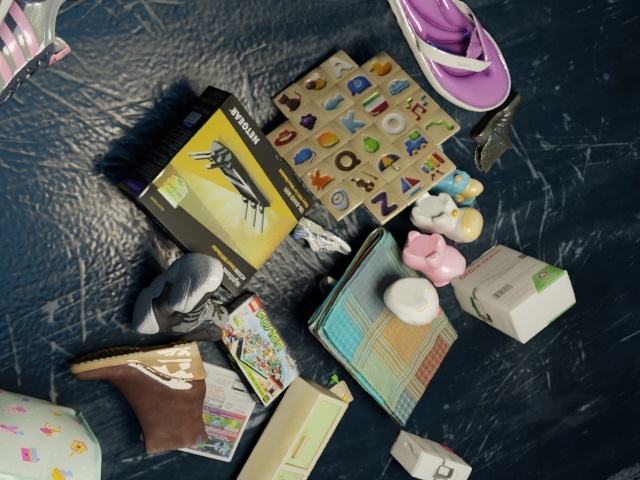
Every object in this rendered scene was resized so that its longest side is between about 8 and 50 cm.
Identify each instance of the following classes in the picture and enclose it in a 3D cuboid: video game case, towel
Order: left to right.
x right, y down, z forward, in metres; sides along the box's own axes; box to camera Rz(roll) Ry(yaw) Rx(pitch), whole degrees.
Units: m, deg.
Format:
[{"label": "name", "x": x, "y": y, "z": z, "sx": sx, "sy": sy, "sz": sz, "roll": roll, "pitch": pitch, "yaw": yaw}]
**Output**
[{"label": "video game case", "x": -0.234, "y": 0.337, "z": 1.617, "sx": 0.201, "sy": 0.023, "sz": 0.183, "roll": 23, "pitch": 91, "yaw": -29}, {"label": "towel", "x": 0.149, "y": 0.186, "z": 1.694, "sx": 0.271, "sy": 0.040, "sz": 0.370, "roll": -54, "pitch": 126, "yaw": -22}]

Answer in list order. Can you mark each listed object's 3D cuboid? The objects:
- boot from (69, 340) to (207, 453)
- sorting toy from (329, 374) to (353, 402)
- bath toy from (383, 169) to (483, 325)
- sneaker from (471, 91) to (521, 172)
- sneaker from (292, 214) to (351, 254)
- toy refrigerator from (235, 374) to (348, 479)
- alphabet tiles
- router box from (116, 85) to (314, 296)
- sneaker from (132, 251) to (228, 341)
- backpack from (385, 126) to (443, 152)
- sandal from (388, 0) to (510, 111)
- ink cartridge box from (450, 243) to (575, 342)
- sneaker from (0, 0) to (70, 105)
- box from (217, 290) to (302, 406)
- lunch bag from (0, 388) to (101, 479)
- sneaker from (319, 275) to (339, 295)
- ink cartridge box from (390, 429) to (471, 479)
[{"label": "boot", "x": -0.333, "y": 0.301, "z": 1.504, "sx": 0.248, "sy": 0.090, "sz": 0.206, "roll": -4, "pitch": 97, "yaw": -19}, {"label": "sorting toy", "x": 0.032, "y": 0.331, "z": 1.747, "sx": 0.062, "sy": 0.012, "sz": 0.083, "roll": -32, "pitch": 114, "yaw": -15}, {"label": "bath toy", "x": 0.236, "y": 0.025, "z": 1.656, "sx": 0.129, "sy": 0.151, "sz": 0.348, "roll": 73, "pitch": 35, "yaw": -60}, {"label": "sneaker", "x": 0.392, "y": -0.237, "z": 1.768, "sx": 0.170, "sy": 0.051, "sz": 0.089, "roll": -47, "pitch": 117, "yaw": -4}, {"label": "sneaker", "x": 0.000, "y": 0.000, "z": 1.640, "sx": 0.135, "sy": 0.052, "sz": 0.058, "roll": 30, "pitch": 98, "yaw": -21}, {"label": "toy refrigerator", "x": -0.059, "y": 0.427, "z": 1.667, "sx": 0.102, "sy": 0.094, "sz": 0.269, "roll": 32, "pitch": 87, "yaw": -46}, {"label": "alphabet tiles", "x": 0.075, "y": -0.199, "z": 1.495, "sx": 0.285, "sy": 0.342, "sz": 0.011, "roll": -38, "pitch": 158, "yaw": -6}, {"label": "router box", "x": -0.176, "y": -0.083, "z": 1.456, "sx": 0.243, "sy": 0.081, "sz": 0.309, "roll": -51, "pitch": 134, "yaw": -12}, {"label": "sneaker", "x": -0.219, "y": 0.108, "z": 1.463, "sx": 0.153, "sy": 0.268, "sz": 0.101, "roll": 20, "pitch": 55, "yaw": -35}, {"label": "backpack", "x": 0.144, "y": -0.191, "z": 1.579, "sx": 0.166, "sy": 0.188, "sz": 0.144, "roll": -28, "pitch": 124, "yaw": -19}, {"label": "sandal", "x": 0.263, "y": -0.415, "z": 1.632, "sx": 0.416, "sy": 0.102, "sz": 0.169, "roll": 44, "pitch": 82, "yaw": -27}, {"label": "ink cartridge box", "x": 0.416, "y": 0.110, "z": 1.765, "sx": 0.160, "sy": 0.219, "sz": 0.092, "roll": -34, "pitch": 117, "yaw": -14}, {"label": "sneaker", "x": -0.480, "y": -0.297, "z": 1.300, "sx": 0.131, "sy": 0.112, "sz": 0.319, "roll": 22, "pitch": 93, "yaw": -25}, {"label": "box", "x": -0.129, "y": 0.217, "z": 1.614, "sx": 0.114, "sy": 0.036, "sz": 0.207, "roll": -41, "pitch": 115, "yaw": -27}, {"label": "lunch bag", "x": -0.502, "y": 0.368, "z": 1.361, "sx": 0.223, "sy": 0.262, "sz": 0.160, "roll": 23, "pitch": 91, "yaw": -29}, {"label": "sneaker", "x": 0.076, "y": 0.108, "z": 1.692, "sx": 0.191, "sy": 0.071, "sz": 0.083, "roll": 35, "pitch": 80, "yaw": -36}, {"label": "ink cartridge box", "x": 0.249, "y": 0.500, "z": 1.836, "sx": 0.150, "sy": 0.109, "sz": 0.063, "roll": 24, "pitch": 94, "yaw": -28}]
